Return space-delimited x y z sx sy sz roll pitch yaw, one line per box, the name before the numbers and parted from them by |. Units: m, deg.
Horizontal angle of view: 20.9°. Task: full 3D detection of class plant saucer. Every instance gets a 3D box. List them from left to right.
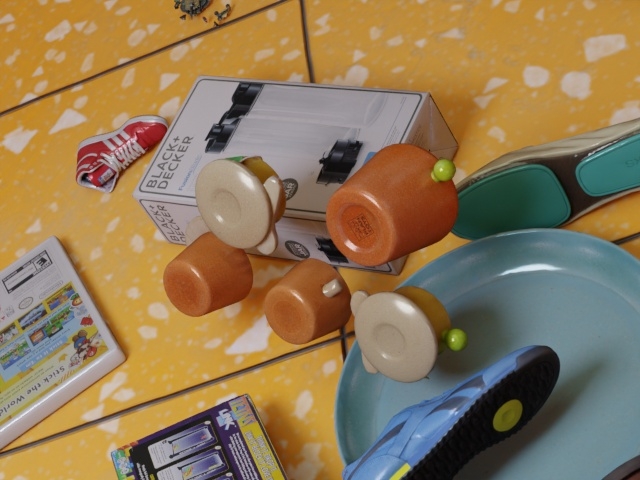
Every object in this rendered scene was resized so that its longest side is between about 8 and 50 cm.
plant saucer | 0.165 0.129 1.514 0.318 0.043 0.317 -16 48 19

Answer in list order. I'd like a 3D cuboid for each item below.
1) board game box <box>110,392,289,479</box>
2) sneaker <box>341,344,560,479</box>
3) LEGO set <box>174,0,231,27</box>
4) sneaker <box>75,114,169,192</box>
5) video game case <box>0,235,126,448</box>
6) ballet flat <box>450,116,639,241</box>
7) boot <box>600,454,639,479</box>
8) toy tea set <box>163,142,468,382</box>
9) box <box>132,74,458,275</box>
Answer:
board game box | -0.103 0.219 1.540 0.141 0.048 0.170 -22 28 -5
sneaker | 0.105 0.149 1.455 0.209 0.069 0.082 -41 42 -6
LEGO set | -0.140 -0.271 2.032 0.054 0.023 0.083 -40 59 -2
sneaker | -0.220 -0.093 1.913 0.118 0.042 0.067 -20 43 24
video game case | -0.333 0.122 1.815 0.227 0.026 0.206 -35 45 -2
ballet flat | 0.232 -0.063 1.619 0.248 0.086 0.086 -16 48 16
boot | 0.330 0.267 1.215 0.280 0.264 0.096 53 133 44
toy tea set | 0.000 0.000 1.587 0.336 0.200 0.124 11 29 36
box | -0.028 -0.070 1.754 0.290 0.087 0.169 8 59 34
